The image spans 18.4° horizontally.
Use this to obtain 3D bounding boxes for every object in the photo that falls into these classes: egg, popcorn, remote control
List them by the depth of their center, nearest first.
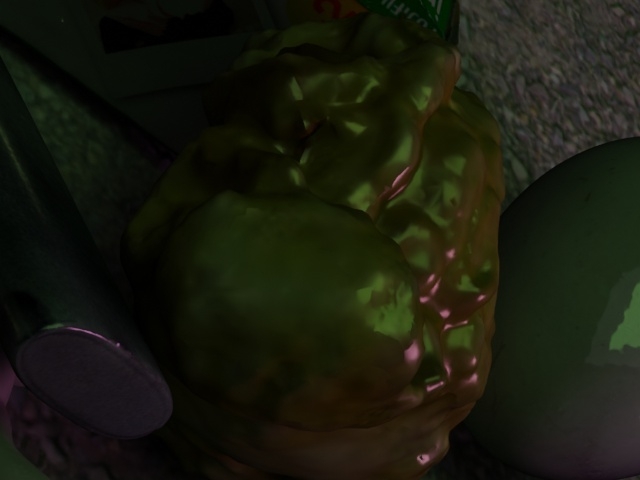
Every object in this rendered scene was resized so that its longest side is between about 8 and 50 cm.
[{"bbox_3d":[-0.166,-0.080,0.852,0.377,0.044,0.107,59,2,33],"label":"remote control"},{"bbox_3d":[0.000,0.000,0.920,0.174,0.286,0.225,10,71,3],"label":"popcorn"},{"bbox_3d":[0.175,0.042,1.147,0.264,0.183,0.183,-37,96,-43],"label":"egg"}]

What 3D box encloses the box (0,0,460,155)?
[{"bbox_3d":[-0.066,-0.148,1.011,0.250,0.180,0.103,37,42,-24],"label":"box"}]

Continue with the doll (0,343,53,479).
[{"bbox_3d":[-0.211,0.049,0.762,0.311,0.159,0.242,47,6,26],"label":"doll"}]
